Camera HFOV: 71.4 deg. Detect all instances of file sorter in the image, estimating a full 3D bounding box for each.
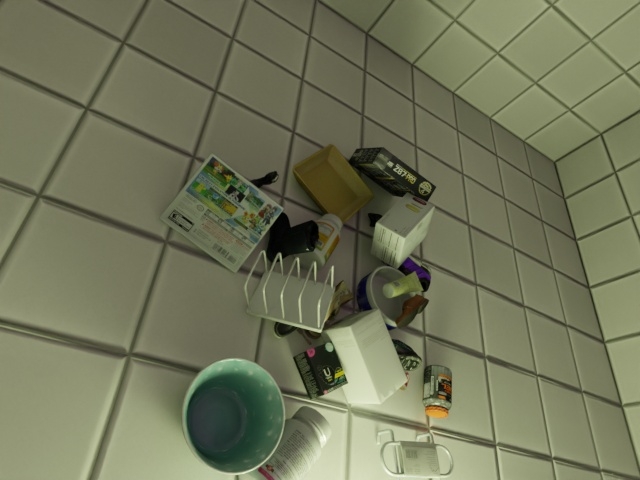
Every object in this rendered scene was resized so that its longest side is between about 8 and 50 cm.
[{"bbox_3d":[-0.105,0.164,1.556,0.278,0.173,0.193,12,49,12],"label":"file sorter"}]

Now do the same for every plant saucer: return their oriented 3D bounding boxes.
[{"bbox_3d":[0.051,-0.249,2.060,0.333,0.081,0.333,51,47,-2],"label":"plant saucer"}]

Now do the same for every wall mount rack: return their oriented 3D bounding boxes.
[{"bbox_3d":[0.323,0.847,1.597,0.350,0.130,0.304,18,52,-28],"label":"wall mount rack"}]

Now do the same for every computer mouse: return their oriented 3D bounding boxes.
[{"bbox_3d":[-0.296,-0.183,1.727,0.272,0.188,0.072,-29,101,-34],"label":"computer mouse"}]

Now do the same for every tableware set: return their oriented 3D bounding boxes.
[{"bbox_3d":[-0.053,0.287,1.697,0.194,0.039,0.128,50,47,-2],"label":"tableware set"}]

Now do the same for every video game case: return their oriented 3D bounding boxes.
[{"bbox_3d":[-0.350,-0.098,1.607,0.329,0.036,0.300,38,80,-12],"label":"video game case"}]

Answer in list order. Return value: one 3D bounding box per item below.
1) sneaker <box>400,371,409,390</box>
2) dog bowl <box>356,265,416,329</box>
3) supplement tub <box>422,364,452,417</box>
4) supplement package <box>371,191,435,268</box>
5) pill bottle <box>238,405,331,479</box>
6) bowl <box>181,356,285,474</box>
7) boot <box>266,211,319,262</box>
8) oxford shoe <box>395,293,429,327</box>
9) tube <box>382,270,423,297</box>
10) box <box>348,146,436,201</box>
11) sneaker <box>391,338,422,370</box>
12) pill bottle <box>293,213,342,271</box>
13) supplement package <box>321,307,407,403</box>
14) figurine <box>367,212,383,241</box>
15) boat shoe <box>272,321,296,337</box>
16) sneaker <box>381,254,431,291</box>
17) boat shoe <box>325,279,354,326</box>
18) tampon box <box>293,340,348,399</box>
[{"bbox_3d":[0.317,0.547,1.816,0.118,0.042,0.067,50,50,-12],"label":"sneaker"},{"bbox_3d":[0.288,0.250,1.926,0.265,0.104,0.265,18,55,-28],"label":"dog bowl"},{"bbox_3d":[0.483,0.624,1.844,0.117,0.117,0.190,28,51,-20],"label":"supplement tub"},{"bbox_3d":[0.363,-0.047,1.975,0.145,0.204,0.262,30,53,24],"label":"supplement package"},{"bbox_3d":[-0.099,0.656,1.365,0.160,0.160,0.283,53,47,1],"label":"pill bottle"},{"bbox_3d":[-0.278,0.519,1.311,0.311,0.163,0.311,18,54,-27],"label":"bowl"},{"bbox_3d":[-0.098,-0.037,1.725,0.094,0.207,0.246,46,37,-39],"label":"boot"},{"bbox_3d":[0.364,0.292,1.853,0.076,0.076,0.212,35,43,26],"label":"oxford shoe"},{"bbox_3d":[0.358,0.195,1.905,0.240,0.062,0.070,-10,115,-45],"label":"tube"},{"bbox_3d":[0.327,-0.316,2.124,0.318,0.395,0.097,31,92,-15],"label":"box"},{"bbox_3d":[0.283,0.456,1.829,0.267,0.101,0.106,22,23,-16],"label":"sneaker"},{"bbox_3d":[0.000,0.000,1.838,0.136,0.136,0.245,42,47,-9],"label":"pill bottle"},{"bbox_3d":[0.159,0.428,1.649,0.177,0.175,0.293,-20,88,-42],"label":"supplement package"},{"bbox_3d":[0.328,-0.029,2.143,0.209,0.092,0.215,8,61,-24],"label":"figurine"},{"bbox_3d":[-0.080,0.265,1.622,0.233,0.079,0.084,-37,97,-31],"label":"boat shoe"},{"bbox_3d":[0.404,0.154,2.070,0.293,0.102,0.146,26,53,-22],"label":"sneaker"},{"bbox_3d":[0.057,0.249,1.724,0.089,0.104,0.285,46,34,1],"label":"boat shoe"},{"bbox_3d":[0.000,0.462,1.591,0.120,0.101,0.161,-12,72,-41],"label":"tampon box"}]
